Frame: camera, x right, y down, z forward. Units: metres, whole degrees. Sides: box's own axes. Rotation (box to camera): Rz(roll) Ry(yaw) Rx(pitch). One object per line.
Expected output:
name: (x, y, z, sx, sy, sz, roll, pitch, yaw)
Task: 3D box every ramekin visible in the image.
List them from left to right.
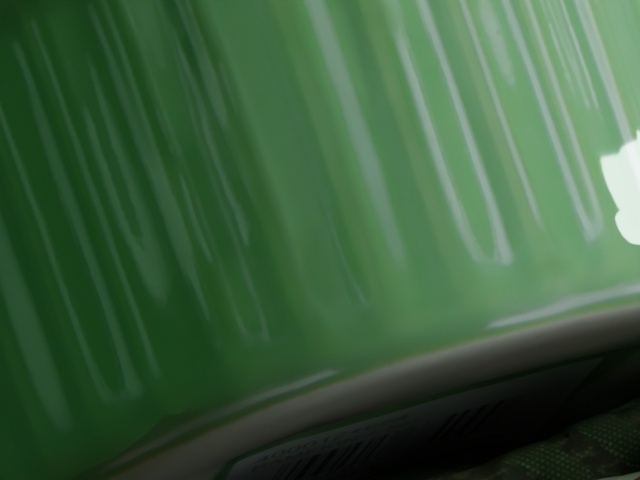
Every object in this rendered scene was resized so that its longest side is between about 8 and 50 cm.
ramekin: (0.000, 0.000, 0.605, 0.303, 0.303, 0.148, -21, 74, 7)

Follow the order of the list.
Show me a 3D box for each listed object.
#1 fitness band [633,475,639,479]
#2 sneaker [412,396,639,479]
fitness band: (0.144, 0.131, 0.431, 0.291, 0.209, 0.054, -29, -6, 3)
sneaker: (0.112, 0.103, 0.583, 0.410, 0.158, 0.182, -19, 2, 15)
